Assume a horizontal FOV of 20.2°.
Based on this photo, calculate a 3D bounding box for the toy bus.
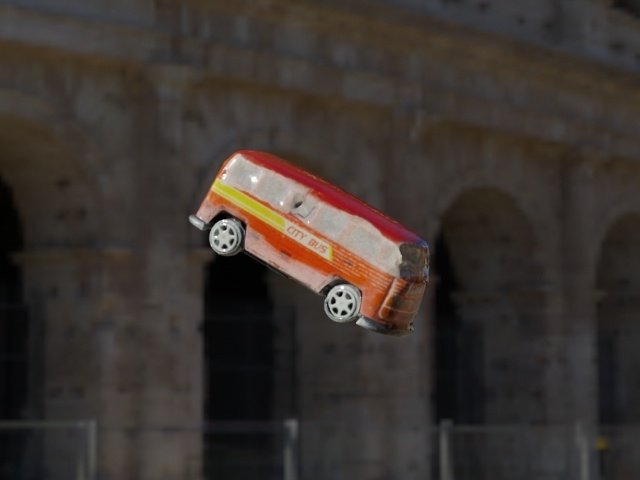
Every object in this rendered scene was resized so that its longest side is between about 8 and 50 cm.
[{"bbox_3d":[0.000,0.000,1.262,0.174,0.077,0.079,29,10,23],"label":"toy bus"}]
